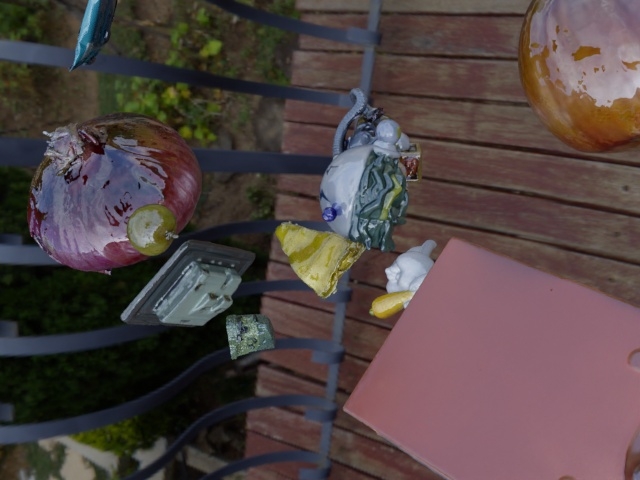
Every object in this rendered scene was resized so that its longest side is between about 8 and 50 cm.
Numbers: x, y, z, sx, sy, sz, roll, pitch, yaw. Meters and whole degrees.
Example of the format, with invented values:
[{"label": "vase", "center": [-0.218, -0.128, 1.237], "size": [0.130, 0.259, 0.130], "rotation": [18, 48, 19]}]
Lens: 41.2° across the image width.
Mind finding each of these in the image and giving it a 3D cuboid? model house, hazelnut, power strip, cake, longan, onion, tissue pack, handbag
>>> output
[{"label": "model house", "center": [-0.124, 0.166, 1.520], "size": [0.066, 0.083, 0.078], "rotation": [-104, 8, -63]}, {"label": "hazelnut", "center": [0.509, -0.316, 1.406], "size": [0.315, 0.372, 0.372], "rotation": [-172, 81, -67]}, {"label": "power strip", "center": [-0.284, 0.120, 1.935], "size": [0.251, 0.257, 0.092], "rotation": [-42, 63, 21]}, {"label": "cake", "center": [-0.004, -0.002, 1.328], "size": [0.116, 0.080, 0.185], "rotation": [-49, 29, 23]}, {"label": "longan", "center": [-0.233, -0.014, 1.206], "size": [0.083, 0.075, 0.075], "rotation": [22, 105, 31]}, {"label": "onion", "center": [-0.404, -0.116, 1.592], "size": [0.348, 0.285, 0.347], "rotation": [-11, 54, 16]}, {"label": "tissue pack", "center": [-0.291, -0.291, 1.123], "size": [0.028, 0.085, 0.138], "rotation": [22, 111, 1]}, {"label": "handbag", "center": [0.118, 0.086, 0.454], "size": [0.190, 0.063, 0.127], "rotation": [23, 75, 45]}]

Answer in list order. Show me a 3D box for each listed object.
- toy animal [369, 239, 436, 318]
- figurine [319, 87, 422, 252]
[{"label": "toy animal", "center": [0.148, 0.067, 1.281], "size": [0.182, 0.127, 0.131], "rotation": [34, 107, 58]}, {"label": "figurine", "center": [0.104, -0.121, 1.663], "size": [0.186, 0.382, 0.261], "rotation": [-2, 120, 12]}]
